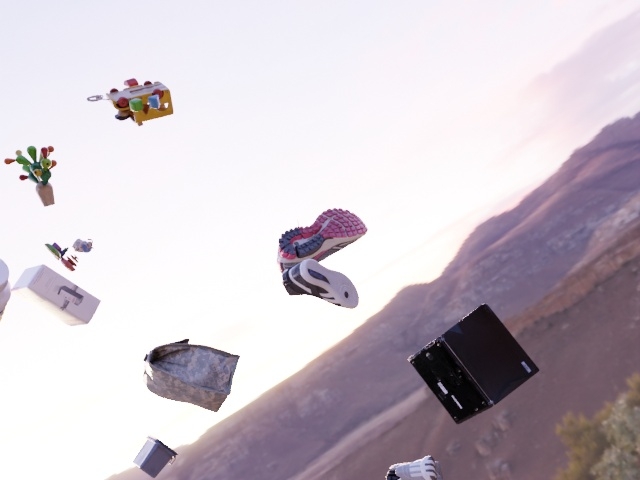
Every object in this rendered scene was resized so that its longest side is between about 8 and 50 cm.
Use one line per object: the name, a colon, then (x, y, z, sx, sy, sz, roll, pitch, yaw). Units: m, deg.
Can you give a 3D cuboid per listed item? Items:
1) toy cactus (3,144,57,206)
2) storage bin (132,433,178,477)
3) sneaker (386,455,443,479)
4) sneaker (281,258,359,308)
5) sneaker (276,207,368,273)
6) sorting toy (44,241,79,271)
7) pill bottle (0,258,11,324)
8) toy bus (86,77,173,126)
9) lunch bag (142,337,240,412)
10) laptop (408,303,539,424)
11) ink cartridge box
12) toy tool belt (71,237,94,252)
toy cactus: (-0.819, -0.185, 1.996, 0.219, 0.180, 0.112, -5, 14, 42)
storage bin: (-0.471, 0.618, 1.959, 0.091, 0.098, 0.135, -53, 17, -23)
sneaker: (0.236, 0.601, 1.746, 0.132, 0.086, 0.229, -11, -37, 13)
sneaker: (-0.009, 0.117, 1.744, 0.121, 0.079, 0.217, -20, -42, 38)
sneaker: (0.000, 0.000, 1.909, 0.299, 0.121, 0.112, -21, -36, -30)
sorting toy: (-0.653, 0.033, 1.758, 0.042, 0.102, 0.061, -47, 26, -20)
pill bottle: (-0.884, 0.157, 1.769, 0.152, 0.152, 0.272, -20, -25, -47)
toy bus: (-0.516, -0.378, 1.947, 0.202, 0.104, 0.191, 6, 33, 15)
lunch bag: (-0.429, 0.425, 2.224, 0.287, 0.169, 0.235, 17, -31, -9)
laptop: (0.419, 0.348, 1.929, 0.136, 0.234, 0.264, -28, -15, -39)
ink cartridge box: (-0.810, 0.171, 2.121, 0.158, 0.218, 0.092, -11, 46, 47)
toy tool belt: (-0.801, 0.025, 2.355, 0.052, 0.051, 0.083, -54, -22, 16)
